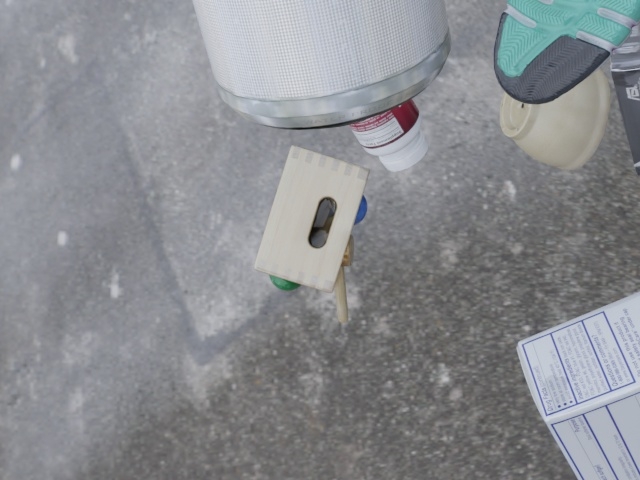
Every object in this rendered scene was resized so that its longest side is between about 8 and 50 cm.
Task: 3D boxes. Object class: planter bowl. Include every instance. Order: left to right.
[{"bbox_3d":[0.332,-0.190,1.415,0.162,0.109,0.162,-173,90,-73],"label":"planter bowl"}]

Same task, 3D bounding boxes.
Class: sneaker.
[{"bbox_3d":[0.199,-0.183,0.623,0.083,0.098,0.224,40,111,27],"label":"sneaker"}]

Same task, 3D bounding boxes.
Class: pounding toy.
[{"bbox_3d":[0.000,0.000,0.870,0.100,0.130,0.141,17,90,-2],"label":"pounding toy"}]

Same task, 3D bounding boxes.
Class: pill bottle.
[{"bbox_3d":[0.073,-0.163,1.201,0.086,0.152,0.086,-25,33,18],"label":"pill bottle"}]

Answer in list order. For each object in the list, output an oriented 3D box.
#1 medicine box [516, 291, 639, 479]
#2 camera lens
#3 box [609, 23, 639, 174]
[{"bbox_3d":[0.456,0.211,1.317,0.289,0.263,0.149,-24,39,14],"label":"medicine box"},{"bbox_3d":[-0.010,-0.250,0.834,0.219,0.219,0.274,18,134,41],"label":"camera lens"},{"bbox_3d":[0.479,-0.175,1.129,0.242,0.307,0.077,-4,70,21],"label":"box"}]
